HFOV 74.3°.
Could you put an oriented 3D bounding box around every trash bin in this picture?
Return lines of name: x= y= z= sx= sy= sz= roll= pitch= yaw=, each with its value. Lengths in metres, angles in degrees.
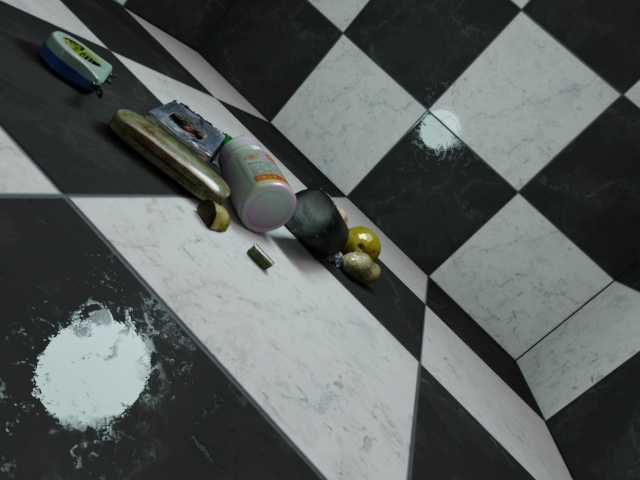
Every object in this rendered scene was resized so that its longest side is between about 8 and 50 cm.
trash bin: x=-0.006 y=-0.066 z=1.721 sx=0.203 sy=0.251 sz=0.301 roll=5 pitch=-15 yaw=17

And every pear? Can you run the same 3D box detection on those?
pear: x=0.199 y=0.027 z=2.115 sx=0.209 sy=0.209 sz=0.209 roll=40 pitch=15 yaw=-13

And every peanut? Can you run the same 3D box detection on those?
peanut: x=0.194 y=0.126 z=1.995 sx=0.224 sy=0.129 sz=0.129 roll=35 pitch=17 yaw=-38

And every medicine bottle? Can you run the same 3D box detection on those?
medicine bottle: x=-0.255 y=-0.223 z=1.615 sx=0.219 sy=0.219 sz=0.388 roll=29 pitch=19 yaw=-43

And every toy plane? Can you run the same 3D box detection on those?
toy plane: x=-0.008 y=0.006 z=1.932 sx=0.273 sy=0.107 sz=0.181 roll=24 pitch=60 yaw=-1

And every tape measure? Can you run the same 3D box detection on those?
tape measure: x=-0.790 y=-0.554 z=1.362 sx=0.215 sy=0.098 sz=0.351 roll=36 pitch=13 yaw=-33

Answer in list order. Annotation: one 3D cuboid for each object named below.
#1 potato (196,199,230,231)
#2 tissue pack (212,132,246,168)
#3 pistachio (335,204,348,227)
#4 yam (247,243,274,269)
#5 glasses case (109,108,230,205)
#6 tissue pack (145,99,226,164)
potato: x=-0.322 y=-0.079 z=1.338 sx=0.096 sy=0.066 sz=0.103 roll=54 pitch=15 yaw=24
tissue pack: x=-0.384 y=-0.395 z=1.882 sx=0.148 sy=0.156 sz=0.209 roll=33 pitch=19 yaw=-27
pistachio: x=0.049 y=-0.093 z=2.114 sx=0.188 sy=0.187 sz=0.299 roll=38 pitch=15 yaw=-18
yam: x=-0.190 y=0.054 z=1.354 sx=0.094 sy=0.043 sz=0.043 roll=46 pitch=15 yaw=4
glasses case: x=-0.478 y=-0.264 z=1.373 sx=0.425 sy=0.098 sz=0.156 roll=39 pitch=13 yaw=-16
tissue pack: x=-0.512 y=-0.397 z=1.598 sx=0.259 sy=0.122 sz=0.361 roll=34 pitch=18 yaw=-16
